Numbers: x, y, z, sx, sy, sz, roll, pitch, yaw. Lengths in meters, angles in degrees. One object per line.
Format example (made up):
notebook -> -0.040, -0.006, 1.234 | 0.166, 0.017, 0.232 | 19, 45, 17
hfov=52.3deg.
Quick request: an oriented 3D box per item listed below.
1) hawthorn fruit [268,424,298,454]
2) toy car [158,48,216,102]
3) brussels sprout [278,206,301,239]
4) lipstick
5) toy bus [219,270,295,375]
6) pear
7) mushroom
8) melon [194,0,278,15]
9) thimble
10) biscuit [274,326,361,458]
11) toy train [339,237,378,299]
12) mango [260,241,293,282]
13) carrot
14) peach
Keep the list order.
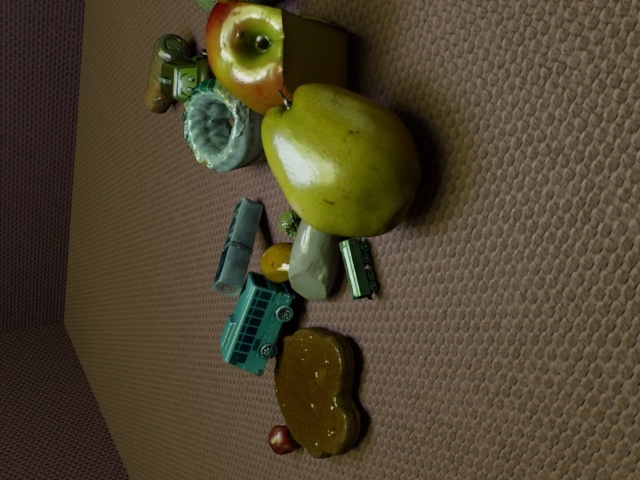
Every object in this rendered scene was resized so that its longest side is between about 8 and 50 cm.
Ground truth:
hawthorn fruit -> -0.101, 0.558, 1.839 | 0.093, 0.093, 0.093 | 13, 106, 54
toy car -> -0.384, -0.473, 1.964 | 0.248, 0.198, 0.204 | 29, 117, 47
brussels sprout -> -0.079, -0.039, 1.729 | 0.085, 0.058, 0.085 | 20, 122, 36
lipstick -> -0.227, 0.014, 1.820 | 0.077, 0.076, 0.289 | -44, 28, 51
toy bus -> -0.176, 0.225, 1.774 | 0.128, 0.147, 0.255 | -122, 52, -67
pear -> 0.039, -0.155, 1.309 | 0.285, 0.337, 0.284 | -163, 90, -76
mushroom -> 0.000, 0.000, 1.566 | 0.128, 0.128, 0.349 | 42, 124, 44
melon -> -0.207, -0.677, 1.636 | 0.329, 0.249, 0.248 | 0, 96, 60
thimble -> -0.243, -0.325, 1.794 | 0.288, 0.167, 0.254 | -26, 86, 46
biscuit -> -0.008, 0.377, 1.679 | 0.381, 0.074, 0.358 | -53, 53, 43
toy train -> 0.089, 0.066, 1.489 | 0.038, 0.071, 0.147 | -26, 74, 53
mango -> -0.092, 0.056, 1.725 | 0.165, 0.089, 0.115 | -16, 52, 45
carrot -> -0.522, -0.567, 2.208 | 0.302, 0.139, 0.138 | -44, 60, 50
peach -> -0.099, -0.406, 1.485 | 0.306, 0.380, 0.242 | 15, 109, 26
